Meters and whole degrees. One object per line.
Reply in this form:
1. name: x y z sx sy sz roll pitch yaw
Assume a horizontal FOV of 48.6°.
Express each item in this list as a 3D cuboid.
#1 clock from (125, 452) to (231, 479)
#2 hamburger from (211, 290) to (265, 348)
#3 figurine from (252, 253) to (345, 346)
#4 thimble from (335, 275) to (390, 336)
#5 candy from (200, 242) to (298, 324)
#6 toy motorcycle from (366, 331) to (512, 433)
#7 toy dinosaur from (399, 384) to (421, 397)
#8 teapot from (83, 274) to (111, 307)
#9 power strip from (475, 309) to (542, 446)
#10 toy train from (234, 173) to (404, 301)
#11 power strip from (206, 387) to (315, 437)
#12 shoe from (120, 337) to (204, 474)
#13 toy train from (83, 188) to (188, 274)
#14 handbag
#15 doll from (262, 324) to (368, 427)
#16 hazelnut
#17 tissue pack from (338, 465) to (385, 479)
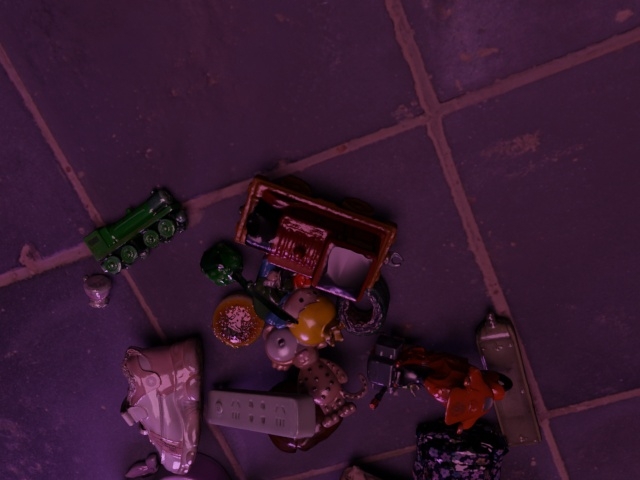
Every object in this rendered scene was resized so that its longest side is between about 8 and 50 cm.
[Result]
1. clock: -0.389 0.729 1.933 0.338 0.102 0.339 3 114 6
2. hamburger: -0.193 0.189 1.672 0.126 0.081 0.141 35 113 -9
3. figurine: -0.041 0.124 1.553 0.127 0.234 0.185 11 95 -43
4. thimble: 0.096 0.143 1.607 0.118 0.090 0.135 4 114 8
5. candy: -0.151 0.103 1.537 0.323 0.097 0.097 34 124 40
6. toy motorcycle: 0.248 0.308 1.560 0.325 0.221 0.148 11 109 21
7. toy dinosaur: 0.230 0.330 1.711 0.060 0.029 0.120 35 114 4
8. teapot: -0.539 0.120 1.705 0.083 0.064 0.064 27 128 31
9. power strip: 0.438 0.325 1.662 0.092 0.066 0.388 -13 114 15
10. toy train: 0.000 0.000 1.479 0.368 0.232 0.163 20 112 -2
11. power strip: -0.156 0.399 1.666 0.385 0.062 0.091 -9 79 48
12. shoe: -0.387 0.401 1.742 0.198 0.172 0.351 4 103 -5
13. toy train: -0.416 -0.020 1.612 0.251 0.085 0.119 -33 91 16
14. handbag: 0.339 0.542 1.737 0.228 0.127 0.208 6 118 15
15. doll: -0.016 0.287 1.630 0.154 0.119 0.278 -40 74 -1
16. hazelnut: -0.042 0.419 1.709 0.203 0.178 0.178 -9 113 8
17. tissue pack: 0.154 0.794 1.760 0.389 0.376 0.195 27 155 0
